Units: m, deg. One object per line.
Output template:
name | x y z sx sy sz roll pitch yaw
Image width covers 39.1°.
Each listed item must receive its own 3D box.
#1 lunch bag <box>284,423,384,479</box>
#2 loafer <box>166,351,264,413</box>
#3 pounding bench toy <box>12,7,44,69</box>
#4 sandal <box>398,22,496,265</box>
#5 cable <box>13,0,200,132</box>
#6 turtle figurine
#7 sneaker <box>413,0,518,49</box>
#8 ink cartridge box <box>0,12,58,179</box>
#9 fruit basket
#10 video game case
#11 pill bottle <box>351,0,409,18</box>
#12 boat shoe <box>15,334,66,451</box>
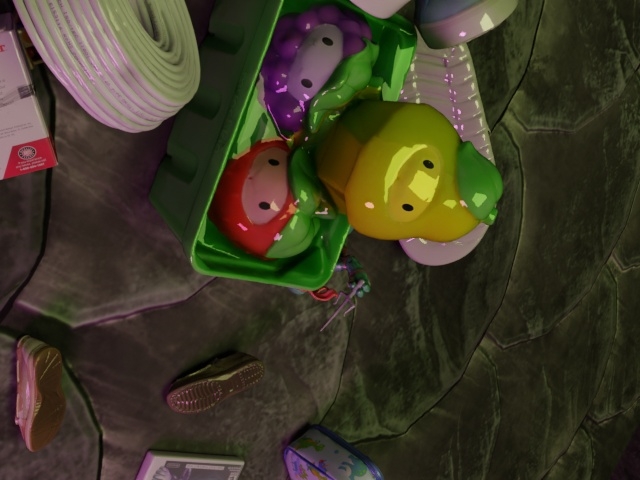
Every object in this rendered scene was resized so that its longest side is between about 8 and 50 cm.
lunch bag | 0.035 0.427 1.505 0.090 0.176 0.219 -34 130 -29
loafer | -0.153 0.203 1.294 0.148 0.050 0.056 -16 118 -22
pounding bench toy | -0.284 -0.224 0.937 0.065 0.083 0.052 -14 127 3
sandal | 0.195 -0.151 1.424 0.102 0.169 0.416 -76 164 -58
cable | -0.207 -0.230 0.878 0.089 0.257 0.257 -20 131 11
turtle figurine | 0.000 0.000 1.303 0.175 0.118 0.234 26 88 -8
sneaker | 0.155 -0.369 1.161 0.135 0.366 0.150 -28 118 18
ink cartridge box | -0.335 -0.138 0.889 0.109 0.063 0.150 -15 124 -10
fruit basket | 0.016 -0.107 1.070 0.283 0.392 0.392 12 100 -48
video game case | -0.215 0.401 1.349 0.190 0.022 0.173 20 95 -49
pill bottle | 0.151 -0.421 0.959 0.363 0.210 0.210 -38 148 28
boat shoe | -0.347 0.187 1.094 0.056 0.048 0.153 -31 137 -48
